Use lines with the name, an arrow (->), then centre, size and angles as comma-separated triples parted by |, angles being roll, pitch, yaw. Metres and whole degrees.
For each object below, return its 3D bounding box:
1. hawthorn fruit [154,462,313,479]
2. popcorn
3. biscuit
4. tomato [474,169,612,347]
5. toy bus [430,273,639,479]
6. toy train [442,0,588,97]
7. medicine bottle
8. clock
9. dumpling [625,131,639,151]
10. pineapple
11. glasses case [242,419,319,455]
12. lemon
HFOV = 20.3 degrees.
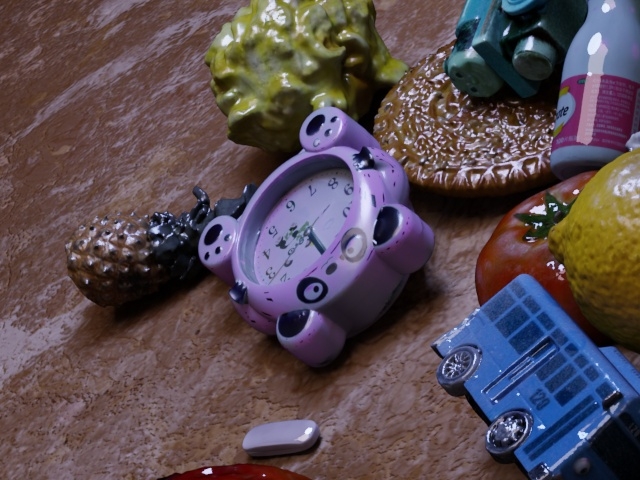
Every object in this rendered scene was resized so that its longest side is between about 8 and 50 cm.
hawthorn fruit -> -0.041, 0.268, 1.462 | 0.251, 0.189, 0.189 | -10, 35, 10
popcorn -> -0.015, -0.198, 2.091 | 0.181, 0.217, 0.235 | -37, 23, 54
biscuit -> 0.198, -0.151, 1.915 | 0.305, 0.038, 0.305 | -14, 37, 11
tomato -> 0.234, 0.008, 1.663 | 0.225, 0.085, 0.225 | -27, 30, 16
toy bus -> 0.197, 0.137, 1.466 | 0.133, 0.116, 0.234 | -39, 31, 2
toy train -> 0.227, -0.280, 1.925 | 0.194, 0.120, 0.298 | -19, 39, 44
medicine bottle -> 0.284, -0.163, 1.769 | 0.090, 0.090, 0.216 | -4, 68, 40
clock -> 0.000, 0.000, 1.841 | 0.227, 0.090, 0.248 | -47, 36, 7
dumpling -> 0.417, -0.114, 1.614 | 0.227, 0.175, 0.243 | -15, 35, -30
pineapple -> -0.164, 0.002, 2.023 | 0.237, 0.111, 0.119 | -18, 55, 15
glasses case -> -0.038, 0.189, 1.712 | 0.083, 0.021, 0.032 | -11, 39, 32
lemon -> 0.310, 0.013, 1.477 | 0.257, 0.188, 0.188 | 10, 48, 22
